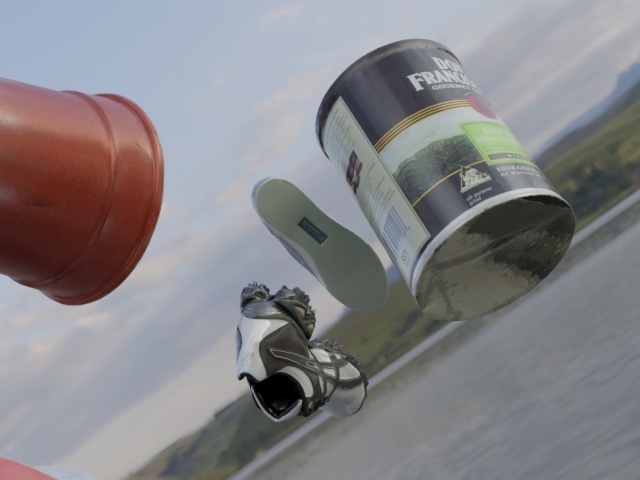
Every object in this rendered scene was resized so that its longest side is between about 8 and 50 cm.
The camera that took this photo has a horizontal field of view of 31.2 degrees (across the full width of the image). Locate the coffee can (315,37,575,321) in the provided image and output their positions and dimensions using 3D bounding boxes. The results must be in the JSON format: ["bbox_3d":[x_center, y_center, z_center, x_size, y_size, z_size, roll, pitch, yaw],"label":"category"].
[{"bbox_3d":[0.139,-0.072,1.337,0.201,0.275,0.202,-19,-37,-15],"label":"coffee can"}]

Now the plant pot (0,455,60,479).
[{"bbox_3d":[-0.214,0.258,0.585,0.275,0.275,0.243,-39,25,29],"label":"plant pot"}]

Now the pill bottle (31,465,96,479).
[{"bbox_3d":[-0.351,0.472,1.375,0.204,0.361,0.204,-5,6,0],"label":"pill bottle"}]

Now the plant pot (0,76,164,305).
[{"bbox_3d":[-0.371,-0.077,1.332,0.272,0.272,0.265,-39,-32,25],"label":"plant pot"}]

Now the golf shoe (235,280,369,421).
[{"bbox_3d":[-0.023,0.118,0.960,0.077,0.094,0.198,-2,-33,29],"label":"golf shoe"}]

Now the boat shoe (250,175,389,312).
[{"bbox_3d":[-0.001,0.000,1.472,0.079,0.227,0.081,-46,14,-2],"label":"boat shoe"}]
